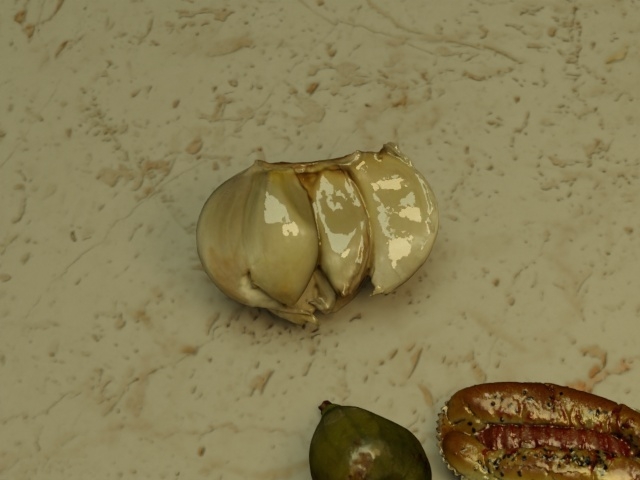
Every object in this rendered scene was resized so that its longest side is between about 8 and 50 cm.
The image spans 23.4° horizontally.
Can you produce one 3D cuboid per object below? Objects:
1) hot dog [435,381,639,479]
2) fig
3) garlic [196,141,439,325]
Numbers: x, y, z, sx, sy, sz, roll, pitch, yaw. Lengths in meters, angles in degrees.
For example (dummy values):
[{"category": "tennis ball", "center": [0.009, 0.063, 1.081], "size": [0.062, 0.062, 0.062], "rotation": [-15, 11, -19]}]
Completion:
[{"category": "hot dog", "center": [0.261, 0.227, 1.724], "size": [0.268, 0.075, 0.144], "rotation": [6, 60, 15]}, {"category": "fig", "center": [0.039, 0.251, 1.737], "size": [0.133, 0.185, 0.126], "rotation": [13, 84, -25]}, {"category": "garlic", "center": [-0.010, 0.004, 1.865], "size": [0.281, 0.185, 0.203], "rotation": [-7, 80, -20]}]
